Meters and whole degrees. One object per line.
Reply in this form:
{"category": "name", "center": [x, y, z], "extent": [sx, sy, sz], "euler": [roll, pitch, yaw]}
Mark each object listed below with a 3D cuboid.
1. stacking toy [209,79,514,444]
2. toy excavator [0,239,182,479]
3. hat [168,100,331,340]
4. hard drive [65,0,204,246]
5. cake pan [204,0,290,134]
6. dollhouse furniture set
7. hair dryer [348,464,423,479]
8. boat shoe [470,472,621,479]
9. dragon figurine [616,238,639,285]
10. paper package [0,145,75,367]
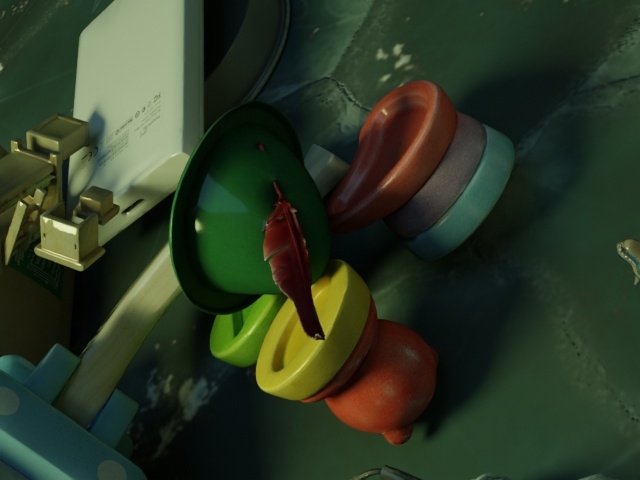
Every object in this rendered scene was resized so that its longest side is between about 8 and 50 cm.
{"category": "stacking toy", "center": [0.043, 0.026, 1.035], "extent": [0.309, 0.130, 0.279], "euler": [-62, 19, -17]}
{"category": "toy excavator", "center": [-0.228, 0.148, 1.041], "extent": [0.433, 0.222, 0.445], "euler": [-47, 12, 37]}
{"category": "hat", "center": [0.000, 0.000, 0.907], "extent": [0.184, 0.173, 0.208], "euler": [12, 67, 33]}
{"category": "hard drive", "center": [-0.201, -0.159, 1.259], "extent": [0.203, 0.040, 0.307], "euler": [-33, 45, 34]}
{"category": "cake pan", "center": [-0.170, -0.227, 1.375], "extent": [0.293, 0.054, 0.293], "euler": [-20, 51, 27]}
{"category": "dollhouse furniture set", "center": [-0.254, -0.031, 1.176], "extent": [0.161, 0.101, 0.182], "euler": [19, 35, 18]}
{"category": "hair dryer", "center": [0.144, 0.229, 0.726], "extent": [0.294, 0.080, 0.223], "euler": [-25, 91, 21]}
{"category": "boat shoe", "center": [0.117, 0.210, 0.833], "extent": [0.227, 0.079, 0.081], "euler": [-32, 51, 21]}
{"category": "dragon figurine", "center": [0.325, 0.057, 0.768], "extent": [0.289, 0.144, 0.085], "euler": [40, 87, 27]}
{"category": "paper package", "center": [-0.434, 0.091, 1.286], "extent": [0.310, 0.168, 0.324], "euler": [-24, 49, 22]}
